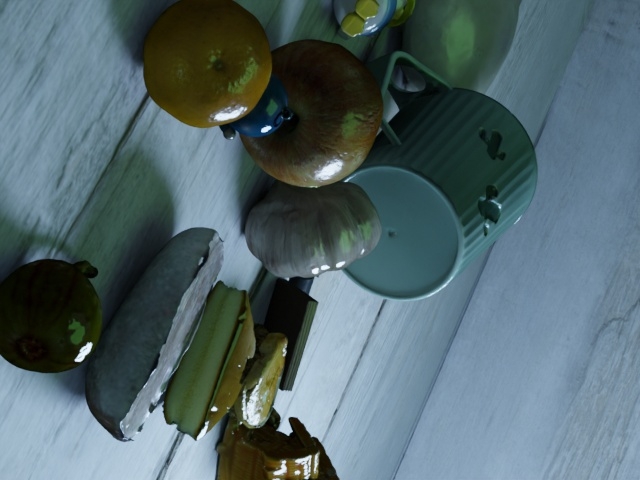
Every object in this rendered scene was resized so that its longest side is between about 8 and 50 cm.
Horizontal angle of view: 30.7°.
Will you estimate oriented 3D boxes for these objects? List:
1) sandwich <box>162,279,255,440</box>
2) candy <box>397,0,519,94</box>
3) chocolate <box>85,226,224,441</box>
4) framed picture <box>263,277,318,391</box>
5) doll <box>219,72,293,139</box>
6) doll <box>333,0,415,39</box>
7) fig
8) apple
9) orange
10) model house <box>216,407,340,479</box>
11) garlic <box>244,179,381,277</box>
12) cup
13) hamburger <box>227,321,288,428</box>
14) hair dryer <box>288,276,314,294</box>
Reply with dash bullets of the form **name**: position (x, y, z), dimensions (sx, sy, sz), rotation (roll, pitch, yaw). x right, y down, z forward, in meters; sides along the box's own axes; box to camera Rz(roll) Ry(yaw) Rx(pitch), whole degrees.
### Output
- **sandwich**: position (-0.167, 0.189, 1.821), dimensions (0.244, 0.090, 0.088), rotation (-70, 158, -9)
- **candy**: position (0.298, -0.457, 2.355), dimensions (0.386, 0.186, 0.426), rotation (65, 44, -60)
- **chocolate**: position (-0.224, 0.116, 1.560), dimensions (0.303, 0.100, 0.185), rotation (-63, 171, -14)
- **framed picture**: position (-0.064, 0.165, 2.057), dimensions (0.023, 0.128, 0.168), rotation (11, 101, -31)
- **doll**: position (-0.104, -0.184, 1.502), dimensions (0.085, 0.152, 0.114), rotation (-34, 139, -64)
- **doll**: position (0.094, -0.397, 1.944), dimensions (0.241, 0.099, 0.135), rotation (-30, 132, -61)
- **fig**: position (-0.289, 0.063, 1.324), dimensions (0.236, 0.124, 0.124), rotation (-66, 169, -66)
- **apple**: position (-0.014, -0.183, 1.673), dimensions (0.188, 0.211, 0.211), rotation (-20, 128, -62)
- **orange**: position (-0.138, -0.215, 1.398), dimensions (0.136, 0.159, 0.159), rotation (25, -84, 67)
- **model house**: position (-0.060, 0.413, 2.161), dimensions (0.219, 0.229, 0.199), rotation (-43, 154, -56)
- **garlic**: position (-0.021, -0.060, 1.853), dimensions (0.218, 0.219, 0.212), rotation (-47, 135, -51)
- **cup**: position (0.167, -0.113, 2.134), dimensions (0.310, 0.401, 0.392), rotation (-53, 174, 33)
- **hamburger**: position (-0.128, 0.221, 1.953), dimensions (0.185, 0.113, 0.177), rotation (-1, 104, -80)
- **hair dryer**: position (-0.034, 0.117, 2.196), dimensions (0.173, 0.050, 0.195), rotation (-69, 169, 21)
